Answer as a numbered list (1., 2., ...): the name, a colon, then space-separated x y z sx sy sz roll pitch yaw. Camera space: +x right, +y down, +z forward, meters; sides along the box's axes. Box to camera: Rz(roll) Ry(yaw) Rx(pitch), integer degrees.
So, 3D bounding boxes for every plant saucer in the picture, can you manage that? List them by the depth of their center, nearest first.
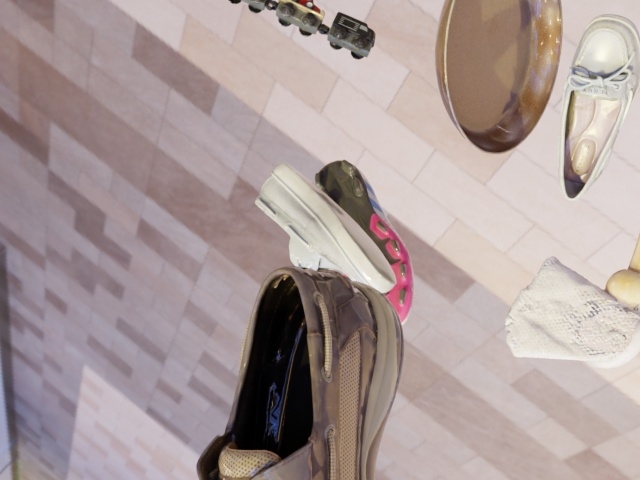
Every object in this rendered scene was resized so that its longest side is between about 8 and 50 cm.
1. plant saucer: 0.256 -0.282 1.110 0.050 0.310 0.310 17 140 43

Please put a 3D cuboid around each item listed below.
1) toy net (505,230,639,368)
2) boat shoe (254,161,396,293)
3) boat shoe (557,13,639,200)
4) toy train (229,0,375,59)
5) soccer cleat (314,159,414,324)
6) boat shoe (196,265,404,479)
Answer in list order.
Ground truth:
1. toy net: 0.232 0.032 0.473 0.232 0.122 0.045 -28 149 12
2. boat shoe: -0.001 -0.001 0.891 0.079 0.081 0.227 27 -163 -52
3. boat shoe: 0.468 -0.221 1.305 0.118 0.103 0.320 17 128 17
4. toy train: -0.021 -0.217 0.718 0.158 0.036 0.027 24 164 0
5. soccer cleat: 0.085 0.013 1.283 0.116 0.331 0.143 -23 150 8
6. boat shoe: -0.033 0.182 0.557 0.132 0.355 0.130 -18 144 39
